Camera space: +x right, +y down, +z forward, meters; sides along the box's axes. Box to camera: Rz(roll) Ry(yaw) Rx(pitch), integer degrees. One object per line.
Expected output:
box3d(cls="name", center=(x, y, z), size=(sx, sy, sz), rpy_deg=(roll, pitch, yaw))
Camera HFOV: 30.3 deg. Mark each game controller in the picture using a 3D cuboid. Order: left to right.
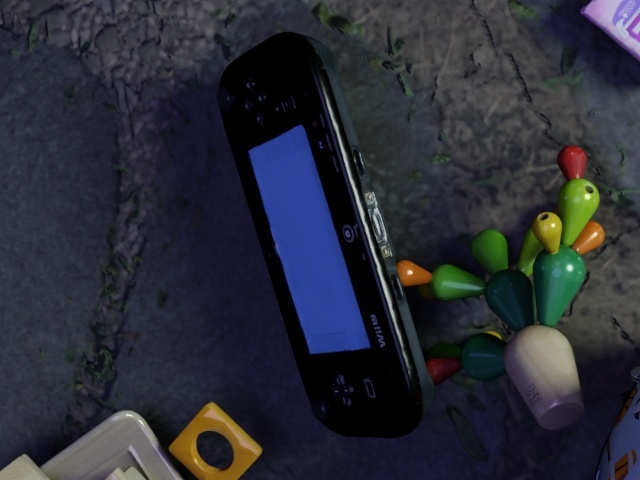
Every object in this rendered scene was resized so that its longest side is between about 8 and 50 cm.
box3d(cls="game controller", center=(0.000, 0.000, 0.927), size=(0.067, 0.166, 0.319), rpy_deg=(-18, 91, -20))

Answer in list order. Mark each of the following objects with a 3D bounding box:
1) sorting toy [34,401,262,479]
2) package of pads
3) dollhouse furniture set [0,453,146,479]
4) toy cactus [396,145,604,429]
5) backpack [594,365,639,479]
box3d(cls="sorting toy", center=(-0.173, 0.266, 1.076), size=(0.347, 0.047, 0.196), rpy_deg=(-36, 91, 24))
box3d(cls="package of pads", center=(0.237, -0.161, 0.864), size=(0.083, 0.032, 0.050), rpy_deg=(42, 112, 11))
box3d(cls="dollhouse furniture set", center=(-0.217, 0.384, 1.003), size=(0.355, 0.174, 0.303), rpy_deg=(48, 114, 2))
box3d(cls="toy cactus", center=(0.143, 0.052, 0.868), size=(0.219, 0.112, 0.181), rpy_deg=(-47, 40, 29))
box3d(cls="backpack", center=(0.306, 0.158, 0.760), size=(0.276, 0.263, 0.213), rpy_deg=(15, 87, 18))
